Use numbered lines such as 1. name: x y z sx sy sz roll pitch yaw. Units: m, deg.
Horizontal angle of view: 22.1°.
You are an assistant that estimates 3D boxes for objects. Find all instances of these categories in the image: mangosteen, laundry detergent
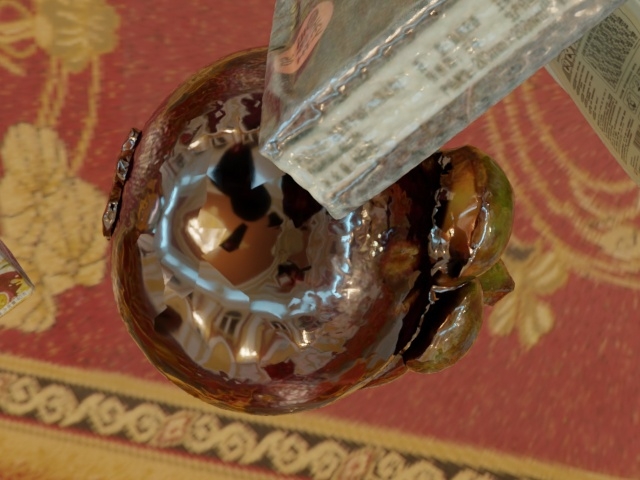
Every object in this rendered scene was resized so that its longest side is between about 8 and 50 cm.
1. mangosteen: 0.000 0.000 1.318 0.347 0.307 0.307 15 100 -7
2. laundry detergent: 0.229 -0.176 1.326 0.105 0.215 0.280 -32 63 -17

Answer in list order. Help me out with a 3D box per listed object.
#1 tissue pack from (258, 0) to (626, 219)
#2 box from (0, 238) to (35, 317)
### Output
1. tissue pack: 0.100 -0.182 1.058 0.103 0.228 0.316 39 119 -24
2. box: -0.220 -0.015 0.888 0.050 0.207 0.041 -37 59 -6
